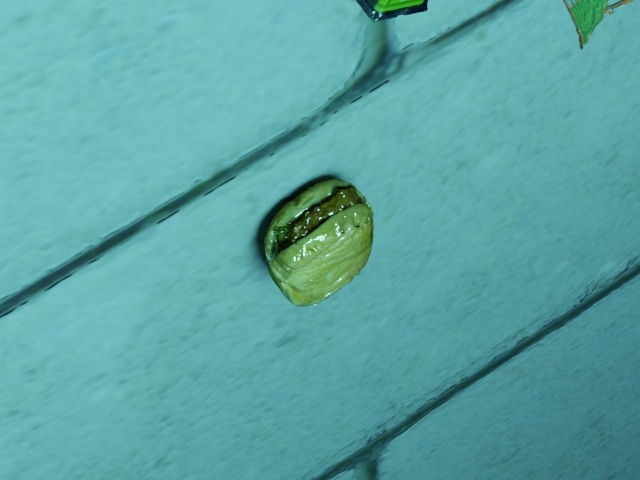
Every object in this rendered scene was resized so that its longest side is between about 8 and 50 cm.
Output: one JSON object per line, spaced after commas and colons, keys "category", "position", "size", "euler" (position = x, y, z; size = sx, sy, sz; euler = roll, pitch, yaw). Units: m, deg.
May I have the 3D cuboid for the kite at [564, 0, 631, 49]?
{"category": "kite", "position": [0.216, -0.191, 1.150], "size": [0.244, 0.006, 0.198], "euler": [-19, 148, -37]}

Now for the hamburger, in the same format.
{"category": "hamburger", "position": [0.000, 0.000, 1.125], "size": [0.076, 0.044, 0.083], "euler": [-31, 152, -14]}

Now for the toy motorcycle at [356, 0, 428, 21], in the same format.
{"category": "toy motorcycle", "position": [0.097, -0.166, 0.970], "size": [0.173, 0.058, 0.100], "euler": [-16, 154, -38]}
